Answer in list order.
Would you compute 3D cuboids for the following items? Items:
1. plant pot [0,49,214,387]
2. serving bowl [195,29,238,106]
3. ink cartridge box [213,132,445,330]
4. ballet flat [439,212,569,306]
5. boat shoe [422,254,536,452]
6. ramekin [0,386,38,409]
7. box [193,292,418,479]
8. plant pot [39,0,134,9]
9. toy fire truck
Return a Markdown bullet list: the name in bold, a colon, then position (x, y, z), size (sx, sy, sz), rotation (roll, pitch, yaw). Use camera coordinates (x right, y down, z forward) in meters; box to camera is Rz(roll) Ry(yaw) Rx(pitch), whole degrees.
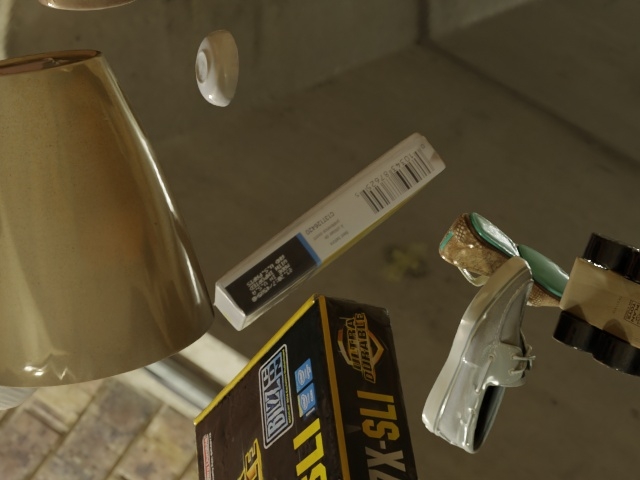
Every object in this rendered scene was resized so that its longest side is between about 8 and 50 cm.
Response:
- **plant pot**: position (-0.249, -0.036, 1.229), size (0.256, 0.256, 0.274), rotation (-33, -60, -54)
- **serving bowl**: position (-0.117, -0.188, 1.401), size (0.027, 0.083, 0.083), rotation (-3, -51, -25)
- **ink cartridge box**: position (0.000, 0.000, 1.642), size (0.303, 0.072, 0.307), rotation (-38, -4, -8)
- **ballet flat**: position (0.210, 0.033, 1.467), size (0.206, 0.073, 0.067), rotation (32, -60, -33)
- **boat shoe**: position (0.181, 0.123, 1.328), size (0.079, 0.081, 0.227), rotation (-22, -41, -51)
- **ramekin**: position (-0.500, 0.166, 2.013), size (0.109, 0.207, 0.207), rotation (35, -96, -36)
- **box**: position (-0.014, 0.246, 1.084), size (0.079, 0.322, 0.257), rotation (13, -38, -29)
- **plant pot**: position (-0.303, -0.420, 1.633), size (0.263, 0.263, 0.229), rotation (-37, -48, -50)
- **toy fire truck**: position (0.386, 0.112, 1.307), size (0.246, 0.217, 0.158), rotation (14, -82, -34)
